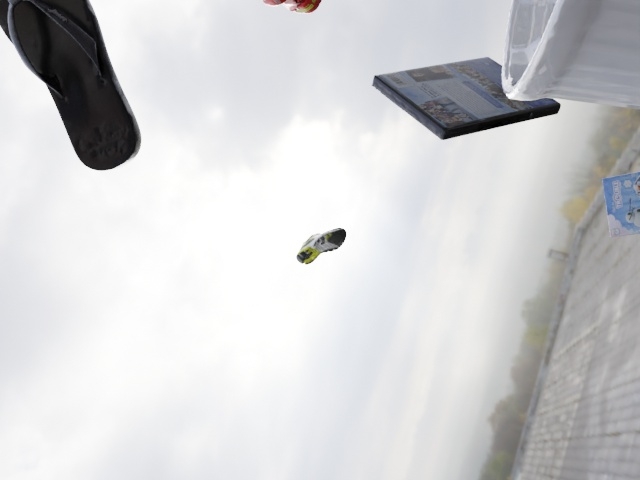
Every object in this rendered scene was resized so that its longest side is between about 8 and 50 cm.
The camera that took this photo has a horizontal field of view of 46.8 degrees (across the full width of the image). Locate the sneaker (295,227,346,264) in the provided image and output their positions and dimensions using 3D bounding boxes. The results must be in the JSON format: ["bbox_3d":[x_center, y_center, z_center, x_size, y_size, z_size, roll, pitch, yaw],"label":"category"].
[{"bbox_3d":[0.000,0.000,1.002,0.031,0.083,0.035,45,-149,-28],"label":"sneaker"}]

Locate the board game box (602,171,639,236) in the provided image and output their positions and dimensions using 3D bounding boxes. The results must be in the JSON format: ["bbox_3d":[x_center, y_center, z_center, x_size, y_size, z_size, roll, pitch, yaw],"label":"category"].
[{"bbox_3d":[0.466,-0.055,1.084,0.020,0.090,0.090,-2,-97,-52],"label":"board game box"}]

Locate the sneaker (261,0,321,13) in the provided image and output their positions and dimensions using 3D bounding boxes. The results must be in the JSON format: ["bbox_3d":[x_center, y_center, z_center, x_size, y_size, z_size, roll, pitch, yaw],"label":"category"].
[{"bbox_3d":[-0.043,-0.427,1.221,0.107,0.118,0.279,-34,23,18],"label":"sneaker"}]

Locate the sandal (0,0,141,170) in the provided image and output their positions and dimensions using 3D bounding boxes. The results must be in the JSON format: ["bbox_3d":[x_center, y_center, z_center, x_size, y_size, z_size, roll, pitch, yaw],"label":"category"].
[{"bbox_3d":[-0.269,-0.194,0.778,0.254,0.097,0.054,59,-168,-3],"label":"sandal"}]

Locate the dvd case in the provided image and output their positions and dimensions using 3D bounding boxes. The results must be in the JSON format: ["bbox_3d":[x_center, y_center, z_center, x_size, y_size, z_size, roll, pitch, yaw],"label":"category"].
[{"bbox_3d":[0.234,-0.232,1.180,0.253,0.180,0.022,-16,-45,-30],"label":"dvd case"}]

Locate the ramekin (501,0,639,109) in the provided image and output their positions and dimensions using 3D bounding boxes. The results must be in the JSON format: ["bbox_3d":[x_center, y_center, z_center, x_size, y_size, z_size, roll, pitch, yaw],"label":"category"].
[{"bbox_3d":[0.242,-0.232,0.560,0.277,0.135,0.277,13,-90,-87],"label":"ramekin"}]
